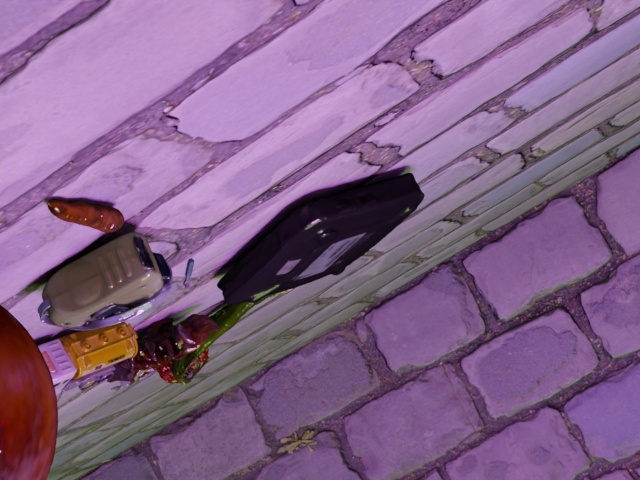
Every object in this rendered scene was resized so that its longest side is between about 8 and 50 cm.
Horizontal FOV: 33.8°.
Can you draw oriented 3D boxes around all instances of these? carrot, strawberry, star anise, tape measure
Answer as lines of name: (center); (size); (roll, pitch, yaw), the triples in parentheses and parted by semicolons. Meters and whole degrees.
carrot: (-0.297, -0.033, 1.338); (0.036, 0.035, 0.165); (-31, 166, 12)
strawberry: (-0.331, 0.290, 2.548); (0.145, 0.086, 0.145); (-43, 172, -8)
star anise: (-0.336, 0.219, 2.225); (0.214, 0.099, 0.220); (-21, -177, 45)
tape measure: (-0.314, 0.072, 1.569); (0.200, 0.106, 0.175); (-29, 166, 10)

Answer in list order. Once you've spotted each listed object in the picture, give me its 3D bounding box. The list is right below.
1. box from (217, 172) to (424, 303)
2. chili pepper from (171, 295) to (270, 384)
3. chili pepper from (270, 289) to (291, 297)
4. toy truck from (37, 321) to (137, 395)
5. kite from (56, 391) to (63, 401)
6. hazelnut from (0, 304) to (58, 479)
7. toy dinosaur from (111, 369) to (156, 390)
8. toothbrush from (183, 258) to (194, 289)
box: (0.000, 0.000, 2.067); (0.350, 0.091, 0.359); (-18, 163, -44)
chili pepper: (-0.232, 0.203, 2.398); (0.359, 0.076, 0.085); (-44, 165, 26)
chili pepper: (-0.091, 0.120, 2.561); (0.083, 0.017, 0.030); (-23, 166, -25)
toy truck: (-0.444, 0.212, 1.912); (0.227, 0.098, 0.114); (-19, 162, -50)
kite: (-0.590, 0.329, 2.136); (0.268, 0.013, 0.323); (-38, 158, -15)
hazelnut: (-0.521, 0.236, 1.275); (0.409, 0.359, 0.359); (-34, 172, -25)
toy dinosaur: (-0.405, 0.292, 2.470); (0.242, 0.053, 0.167); (-33, 169, 19)
toothbrush: (-0.242, 0.064, 1.948); (0.011, 0.014, 0.167); (-16, 166, -16)
